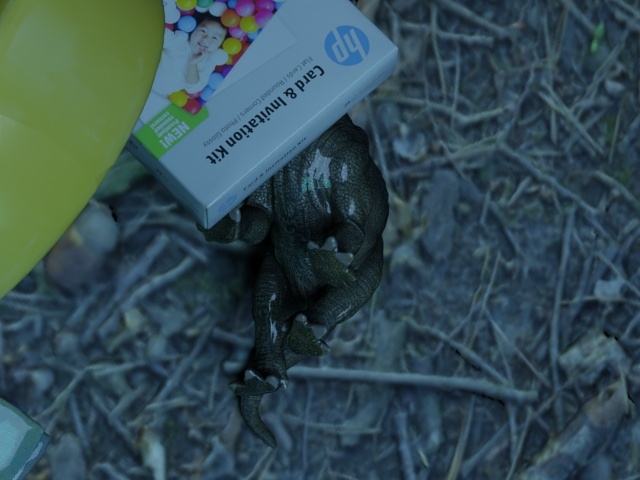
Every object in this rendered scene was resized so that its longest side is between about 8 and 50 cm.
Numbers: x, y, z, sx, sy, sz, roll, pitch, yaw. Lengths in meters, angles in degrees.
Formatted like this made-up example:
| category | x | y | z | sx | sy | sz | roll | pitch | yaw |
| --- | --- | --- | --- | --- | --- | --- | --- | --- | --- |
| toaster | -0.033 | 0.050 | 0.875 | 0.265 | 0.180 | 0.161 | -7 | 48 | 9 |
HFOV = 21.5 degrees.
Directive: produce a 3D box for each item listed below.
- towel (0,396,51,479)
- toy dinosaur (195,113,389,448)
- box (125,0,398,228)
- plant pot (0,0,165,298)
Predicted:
| category | x | y | z | sx | sy | sz | roll | pitch | yaw |
| --- | --- | --- | --- | --- | --- | --- | --- | --- | --- |
| towel | -0.361 | 0.171 | 0.898 | 0.271 | 0.040 | 0.370 | 42 | 81 | -23 |
| toy dinosaur | 0.000 | 0.000 | 1.034 | 0.160 | 0.121 | 0.313 | -54 | 144 | -47 |
| box | -0.073 | -0.119 | 0.947 | 0.145 | 0.038 | 0.186 | -41 | 78 | -16 |
| plant pot | -0.241 | -0.104 | 0.771 | 0.239 | 0.254 | 0.254 | 40 | 80 | -33 |
